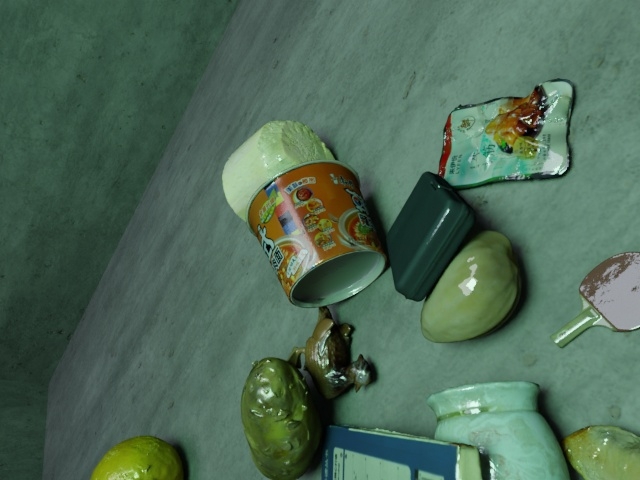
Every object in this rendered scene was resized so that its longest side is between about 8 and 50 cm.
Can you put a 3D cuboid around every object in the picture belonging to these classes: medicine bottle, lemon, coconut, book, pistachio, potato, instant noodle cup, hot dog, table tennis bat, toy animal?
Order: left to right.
[{"bbox_3d":[-0.481,0.635,1.138,0.263,0.236,0.236,-17,59,22],"label":"lemon"},{"bbox_3d":[-0.105,-0.143,1.032,0.244,0.239,0.239,-33,51,36],"label":"coconut"},{"bbox_3d":[-0.073,0.318,0.788,0.296,0.141,0.191,88,165,-48],"label":"potato"},{"bbox_3d":[0.000,0.000,0.839,0.250,0.250,0.192,-43,55,30],"label":"instant noodle cup"},{"bbox_3d":[0.025,0.205,0.834,0.179,0.089,0.188,-17,62,41],"label":"toy animal"},{"bbox_3d":[0.079,0.412,0.573,0.428,0.039,0.300,134,141,-64],"label":"book"},{"bbox_3d":[0.214,0.074,0.624,0.185,0.124,0.124,-52,41,22],"label":"pistachio"},{"bbox_3d":[0.211,0.252,0.530,0.147,0.147,0.143,-33,48,38],"label":"medicine bottle"},{"bbox_3d":[0.356,0.081,0.541,0.156,0.013,0.087,-49,44,22],"label":"table tennis bat"},{"bbox_3d":[0.335,0.240,0.446,0.169,0.061,0.078,-176,99,-74],"label":"hot dog"}]

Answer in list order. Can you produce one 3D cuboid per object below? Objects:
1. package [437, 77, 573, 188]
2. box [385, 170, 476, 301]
[{"bbox_3d":[0.290,-0.167,0.709,0.232,0.040,0.166,3,77,52],"label":"package"},{"bbox_3d":[0.163,-0.016,0.690,0.160,0.050,0.230,-63,5,20],"label":"box"}]
